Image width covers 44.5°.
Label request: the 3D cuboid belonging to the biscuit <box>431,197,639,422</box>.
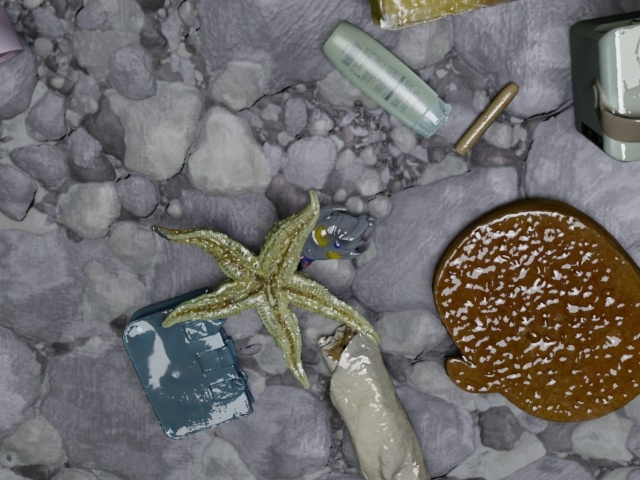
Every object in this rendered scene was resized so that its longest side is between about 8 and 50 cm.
[{"bbox_3d":[0.352,0.127,1.264,0.350,0.070,0.394,-34,102,15],"label":"biscuit"}]

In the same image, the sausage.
[{"bbox_3d":[0.253,-0.185,1.193,0.024,0.024,0.132,36,107,-8],"label":"sausage"}]

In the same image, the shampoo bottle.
[{"bbox_3d":[0.098,-0.239,1.171,0.212,0.049,0.072,39,103,-8],"label":"shampoo bottle"}]

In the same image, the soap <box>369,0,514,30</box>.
[{"bbox_3d":[0.176,-0.382,1.078,0.233,0.076,0.135,-16,115,-7],"label":"soap"}]

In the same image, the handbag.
[{"bbox_3d":[-0.217,0.208,1.329,0.179,0.062,0.229,-20,105,6],"label":"handbag"}]

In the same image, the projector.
[{"bbox_3d":[0.439,-0.215,1.060,0.163,0.242,0.177,-9,108,8],"label":"projector"}]

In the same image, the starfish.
[{"bbox_3d":[-0.091,0.087,1.241,0.347,0.078,0.358,-8,120,7],"label":"starfish"}]

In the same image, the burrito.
[{"bbox_3d":[0.101,0.324,1.340,0.117,0.076,0.392,-18,104,16],"label":"burrito"}]

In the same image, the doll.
[{"bbox_3d":[0.000,0.000,1.248,0.195,0.062,0.104,-21,104,17],"label":"doll"}]

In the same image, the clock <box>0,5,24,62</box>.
[{"bbox_3d":[-0.533,-0.270,1.120,0.197,0.197,0.068,-19,105,9],"label":"clock"}]
